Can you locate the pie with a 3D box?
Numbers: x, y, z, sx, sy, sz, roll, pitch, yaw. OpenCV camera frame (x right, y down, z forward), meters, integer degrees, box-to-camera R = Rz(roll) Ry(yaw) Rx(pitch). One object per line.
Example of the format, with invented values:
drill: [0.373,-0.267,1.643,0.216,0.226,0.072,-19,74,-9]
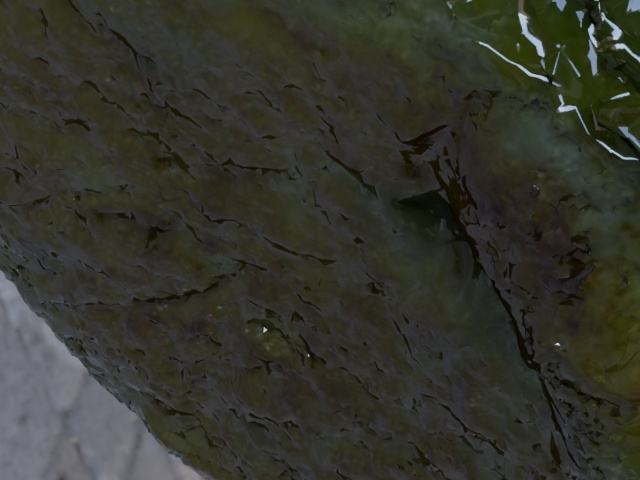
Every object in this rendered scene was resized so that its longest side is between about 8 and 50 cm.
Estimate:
pie: [0.000,0.000,0.460,0.078,0.277,0.277,-49,126,-31]
